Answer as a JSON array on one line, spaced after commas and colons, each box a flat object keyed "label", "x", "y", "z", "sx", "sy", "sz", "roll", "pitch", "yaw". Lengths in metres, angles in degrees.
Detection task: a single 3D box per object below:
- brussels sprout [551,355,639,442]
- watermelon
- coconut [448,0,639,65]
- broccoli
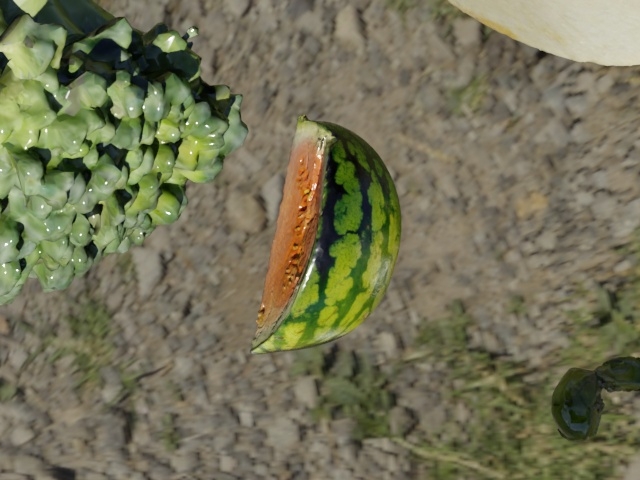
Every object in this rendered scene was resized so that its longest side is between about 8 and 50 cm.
[{"label": "brussels sprout", "x": 0.205, "y": 0.110, "z": 1.157, "sx": 0.083, "sy": 0.046, "sz": 0.051, "roll": -31, "pitch": 96, "yaw": 0}, {"label": "watermelon", "x": 0.003, "y": 0.000, "z": 1.025, "sx": 0.087, "sy": 0.069, "sz": 0.163, "roll": 10, "pitch": 88, "yaw": 14}, {"label": "coconut", "x": 0.169, "y": -0.266, "z": 0.943, "sx": 0.323, "sy": 0.323, "sz": 0.323, "roll": 2, "pitch": 81, "yaw": -13}, {"label": "broccoli", "x": -0.217, "y": -0.073, "z": 0.784, "sx": 0.334, "sy": 0.324, "sz": 0.272, "roll": -4, "pitch": 71, "yaw": -26}]
